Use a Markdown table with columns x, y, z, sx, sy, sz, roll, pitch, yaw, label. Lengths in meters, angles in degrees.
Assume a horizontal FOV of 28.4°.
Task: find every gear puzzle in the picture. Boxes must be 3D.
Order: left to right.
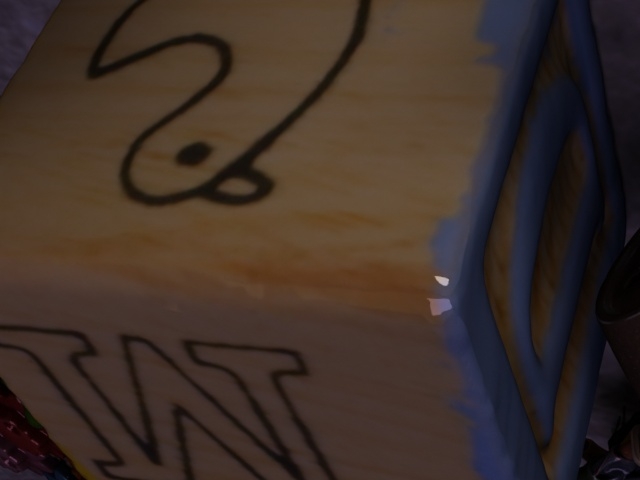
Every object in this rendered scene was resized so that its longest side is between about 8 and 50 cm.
| x | y | z | sx | sy | sz | roll | pitch | yaw | label |
| --- | --- | --- | --- | --- | --- | --- | --- | --- | --- |
| -0.154 | 0.141 | 0.845 | 0.175 | 0.044 | 0.339 | 39 | 151 | -7 | gear puzzle |

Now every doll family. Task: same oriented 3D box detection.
| x | y | z | sx | sy | sz | roll | pitch | yaw | label |
| --- | --- | --- | --- | --- | --- | --- | --- | --- | --- |
| 0.205 | 0.138 | 0.682 | 0.193 | 0.076 | 0.111 | 25 | 141 | -10 | doll family |

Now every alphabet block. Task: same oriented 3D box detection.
| x | y | z | sx | sy | sz | roll | pitch | yaw | label |
| --- | --- | --- | --- | --- | --- | --- | --- | --- | --- |
| 0.000 | 0.000 | 0.500 | 0.197 | 0.192 | 0.193 | 3 | 140 | 24 | alphabet block |

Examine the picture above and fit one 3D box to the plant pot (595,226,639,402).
| x | y | z | sx | sy | sz | roll | pitch | yaw | label |
| --- | --- | --- | --- | --- | --- | --- | --- | --- | --- |
| 0.226 | 0.065 | 0.479 | 0.230 | 0.215 | 0.215 | 42 | 143 | -4 | plant pot |
